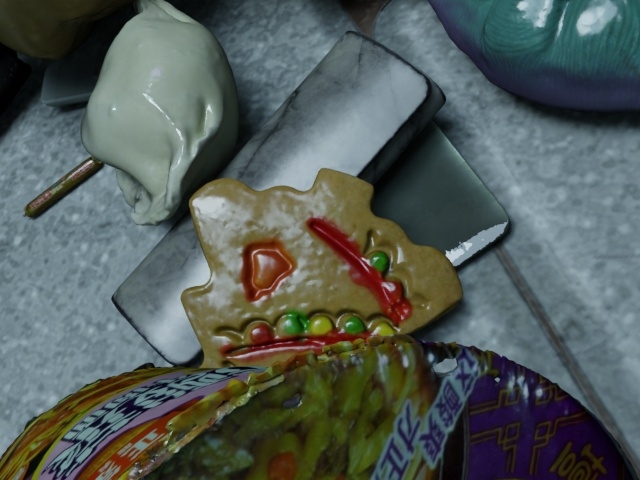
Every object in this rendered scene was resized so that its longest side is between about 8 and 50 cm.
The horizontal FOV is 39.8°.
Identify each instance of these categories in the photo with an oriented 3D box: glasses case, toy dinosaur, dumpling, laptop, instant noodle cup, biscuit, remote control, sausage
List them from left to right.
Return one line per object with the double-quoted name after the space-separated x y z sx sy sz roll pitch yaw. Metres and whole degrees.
-0.257 -0.054 0.880 0.100 0.015 0.015 -36 55 5 "sausage"
-0.202 -0.171 0.910 0.184 0.027 0.050 -7 66 17 "remote control"
-0.143 -0.108 0.779 0.132 0.162 0.250 3 46 -22 "dumpling"
-0.039 0.197 0.443 0.266 0.340 0.339 3 63 59 "instant noodle cup"
-0.036 -0.033 0.715 0.114 0.060 0.299 38 85 30 "glasses case"
-0.017 0.064 0.644 0.212 0.041 0.238 19 85 0 "biscuit"
0.000 0.000 0.729 0.269 0.015 0.187 -35 55 5 "laptop"
0.196 -0.106 0.653 0.383 0.129 0.330 0 74 26 "toy dinosaur"

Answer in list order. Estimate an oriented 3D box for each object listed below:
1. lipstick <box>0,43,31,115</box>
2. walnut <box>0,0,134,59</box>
-0.422 -0.090 0.939 0.081 0.081 0.299 33 85 34 "lipstick"
-0.286 -0.351 0.841 0.381 0.381 0.381 -11 61 20 "walnut"
